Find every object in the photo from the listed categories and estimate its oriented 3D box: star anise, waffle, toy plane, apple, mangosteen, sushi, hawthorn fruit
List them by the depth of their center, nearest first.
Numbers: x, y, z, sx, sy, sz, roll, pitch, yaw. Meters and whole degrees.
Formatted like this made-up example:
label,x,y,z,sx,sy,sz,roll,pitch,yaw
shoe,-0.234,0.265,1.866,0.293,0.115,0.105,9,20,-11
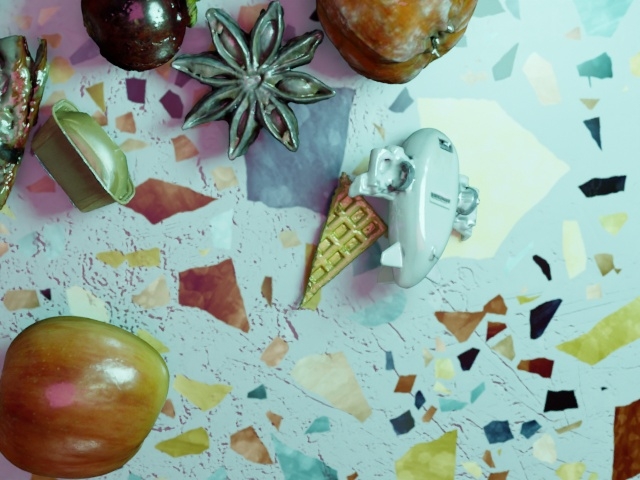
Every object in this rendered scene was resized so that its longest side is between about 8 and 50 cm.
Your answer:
label,x,y,z,sx,sy,sz,roll,pitch,yaw
mangosteen,-0.250,-0.332,1.799,0.180,0.166,0.166,-31,101,-11
sushi,-0.488,-0.146,1.807,0.130,0.124,0.332,19,94,-10
hawthorn fruit,0.086,-0.369,1.824,0.242,0.242,0.272,-45,75,0
apple,-0.346,0.232,1.826,0.241,0.242,0.242,12,96,-12
star anise,-0.093,-0.237,1.863,0.236,0.109,0.223,-7,96,9
toy plane,0.147,-0.050,1.905,0.252,0.118,0.252,2,87,-39
waffle,0.000,0.000,1.943,0.191,0.032,0.125,-40,104,-3

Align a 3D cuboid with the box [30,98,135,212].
label,x,y,z,sx,sy,sz,roll,pitch,yaw
box,-0.344,-0.123,1.843,0.111,0.111,0.177,-37,102,-2
